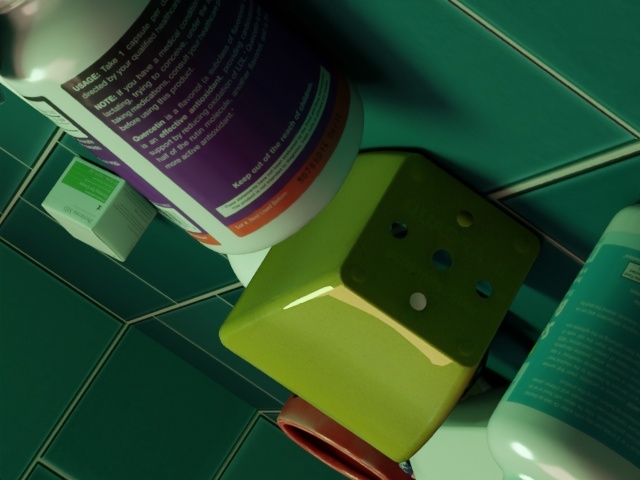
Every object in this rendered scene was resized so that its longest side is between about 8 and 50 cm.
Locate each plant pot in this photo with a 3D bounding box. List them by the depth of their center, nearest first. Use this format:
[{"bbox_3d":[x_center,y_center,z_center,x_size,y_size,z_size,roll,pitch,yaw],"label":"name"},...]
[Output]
[{"bbox_3d":[0.071,0.041,1.639,0.212,0.212,0.187,35,156,-7],"label":"plant pot"},{"bbox_3d":[0.068,0.209,2.351,0.191,0.174,0.191,32,169,7],"label":"plant pot"}]

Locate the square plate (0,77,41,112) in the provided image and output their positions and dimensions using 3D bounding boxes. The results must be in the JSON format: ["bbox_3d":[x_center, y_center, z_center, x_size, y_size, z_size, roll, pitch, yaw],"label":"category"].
[{"bbox_3d":[-0.272,-0.158,2.001,0.344,0.049,0.347,37,174,-15],"label":"square plate"}]

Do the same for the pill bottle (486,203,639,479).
[{"bbox_3d":[0.218,0.115,1.359,0.146,0.264,0.146,32,168,8],"label":"pill bottle"}]

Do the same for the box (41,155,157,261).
[{"bbox_3d":[-0.298,-0.043,2.506,0.101,0.087,0.102,25,166,33],"label":"box"}]

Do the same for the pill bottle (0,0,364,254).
[{"bbox_3d":[-0.126,-0.142,1.432,0.323,0.181,0.181,41,166,-33],"label":"pill bottle"}]

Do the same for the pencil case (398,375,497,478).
[{"bbox_3d":[0.293,0.305,2.206,0.386,0.167,0.160,31,137,10],"label":"pencil case"}]

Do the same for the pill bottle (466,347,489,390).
[{"bbox_3d":[0.115,0.118,1.990,0.123,0.122,0.219,32,168,5],"label":"pill bottle"}]

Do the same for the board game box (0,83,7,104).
[{"bbox_3d":[-0.361,-0.249,1.420,0.253,0.079,0.336,65,172,-31],"label":"board game box"}]

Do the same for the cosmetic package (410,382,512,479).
[{"bbox_3d":[0.245,0.248,1.827,0.365,0.155,0.196,-7,101,66],"label":"cosmetic package"}]

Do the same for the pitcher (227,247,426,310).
[{"bbox_3d":[0.000,0.000,1.871,0.207,0.125,0.177,23,132,40],"label":"pitcher"}]
